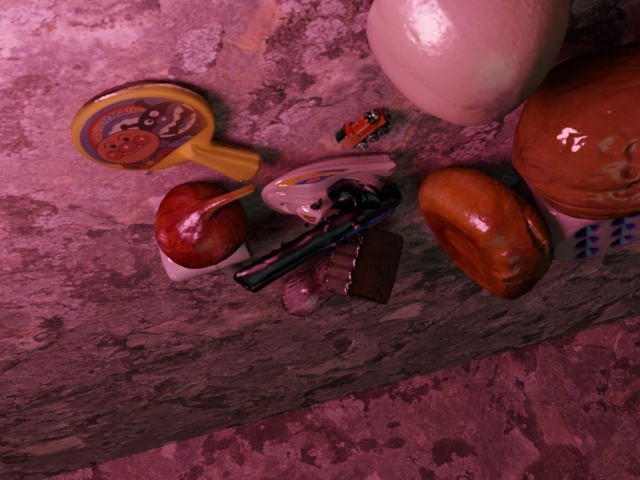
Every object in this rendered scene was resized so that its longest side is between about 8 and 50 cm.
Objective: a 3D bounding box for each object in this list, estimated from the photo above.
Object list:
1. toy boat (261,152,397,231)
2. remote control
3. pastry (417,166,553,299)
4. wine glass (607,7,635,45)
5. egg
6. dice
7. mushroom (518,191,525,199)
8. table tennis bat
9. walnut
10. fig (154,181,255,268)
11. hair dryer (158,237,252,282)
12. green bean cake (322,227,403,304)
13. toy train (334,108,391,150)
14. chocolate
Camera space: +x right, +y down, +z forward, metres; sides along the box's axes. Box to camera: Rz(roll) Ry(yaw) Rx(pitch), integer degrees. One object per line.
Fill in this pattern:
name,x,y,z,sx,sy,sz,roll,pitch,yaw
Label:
toy boat,0.022,-0.093,1.707,0.269,0.141,0.141,-22,161,-29
remote control,0.000,0.000,1.874,0.398,0.062,0.144,-30,174,-1
pastry,0.351,-0.025,1.861,0.164,0.356,0.356,-41,157,-5
wine glass,0.535,-0.383,1.551,0.042,0.039,0.083,18,170,28
egg,0.249,-0.296,1.335,0.336,0.201,0.337,-17,157,-8
dice,0.576,-0.112,1.912,0.243,0.251,0.259,-22,156,7
mushroom,0.597,-0.094,2.120,0.407,0.154,0.138,-13,117,3
table tennis bat,-0.240,-0.164,1.452,0.224,0.054,0.368,-32,150,31
walnut,0.554,-0.202,1.618,0.397,0.308,0.354,-12,146,8
fig,-0.215,-0.041,1.589,0.175,0.175,0.207,-11,166,-16
hair dryer,-0.221,0.047,1.895,0.173,0.108,0.357,-18,163,2
green bean cake,0.098,0.053,2.029,0.094,0.173,0.181,16,-177,39
toy train,0.082,-0.207,1.607,0.103,0.044,0.064,-34,142,32
chocolate,-0.007,0.110,2.162,0.110,0.110,0.248,8,140,-46
